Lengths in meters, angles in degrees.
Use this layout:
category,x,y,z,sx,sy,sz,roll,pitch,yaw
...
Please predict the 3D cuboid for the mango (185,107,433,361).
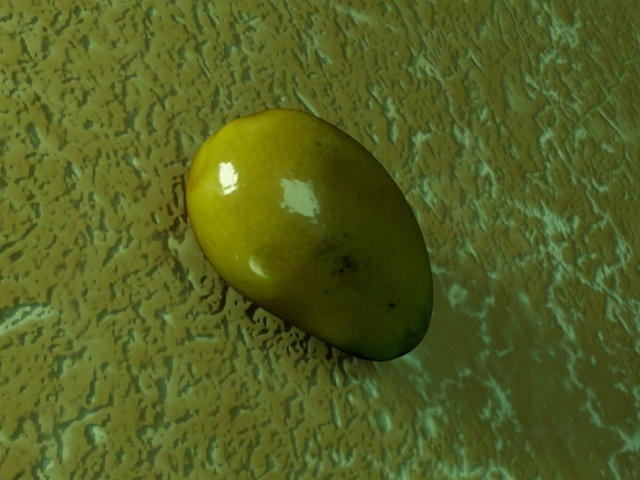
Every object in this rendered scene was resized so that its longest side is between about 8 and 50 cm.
category,x,y,z,sx,sy,sz,roll,pitch,yaw
mango,0.000,-0.006,0.877,0.221,0.120,0.152,35,50,-28
